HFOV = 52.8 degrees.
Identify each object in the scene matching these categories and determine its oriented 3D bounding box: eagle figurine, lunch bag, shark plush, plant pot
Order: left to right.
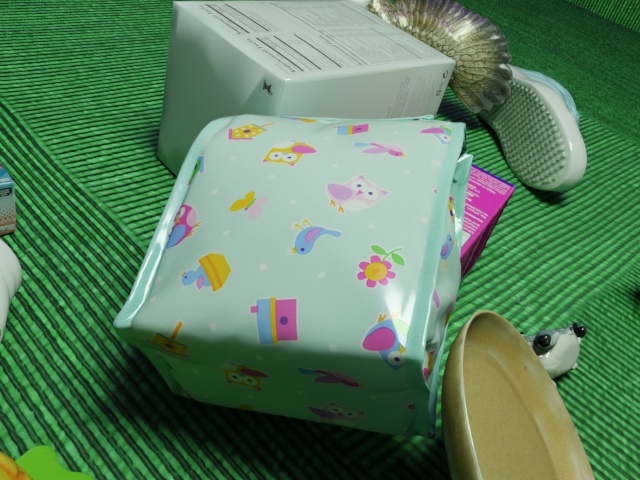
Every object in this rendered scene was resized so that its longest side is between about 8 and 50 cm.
[{"bbox_3d":[0.000,0.000,0.515,0.224,0.160,0.262,4,52,16],"label":"lunch bag"},{"bbox_3d":[0.136,-0.300,1.049,0.225,0.226,0.298,9,25,-47],"label":"eagle figurine"},{"bbox_3d":[0.145,0.165,0.453,0.236,0.032,0.236,41,34,-36],"label":"plant pot"},{"bbox_3d":[0.226,0.100,0.658,0.067,0.073,0.161,8,27,44],"label":"shark plush"}]

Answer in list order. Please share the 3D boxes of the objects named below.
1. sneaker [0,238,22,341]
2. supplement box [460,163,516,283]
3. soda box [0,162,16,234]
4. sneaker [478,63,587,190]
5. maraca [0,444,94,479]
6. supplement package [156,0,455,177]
[{"bbox_3d":[-0.370,0.041,0.424,0.305,0.114,0.152,3,36,-20],"label":"sneaker"},{"bbox_3d":[0.110,-0.002,0.693,0.114,0.111,0.220,31,38,17],"label":"supplement box"},{"bbox_3d":[-0.369,-0.026,0.561,0.183,0.062,0.058,-18,49,-39],"label":"soda box"},{"bbox_3d":[0.376,-0.198,1.054,0.150,0.135,0.365,6,38,-11],"label":"sneaker"},{"bbox_3d":[-0.199,0.163,0.355,0.186,0.099,0.127,16,31,-51],"label":"maraca"},{"bbox_3d":[-0.022,-0.155,0.766,0.263,0.199,0.198,-18,48,-40],"label":"supplement package"}]
